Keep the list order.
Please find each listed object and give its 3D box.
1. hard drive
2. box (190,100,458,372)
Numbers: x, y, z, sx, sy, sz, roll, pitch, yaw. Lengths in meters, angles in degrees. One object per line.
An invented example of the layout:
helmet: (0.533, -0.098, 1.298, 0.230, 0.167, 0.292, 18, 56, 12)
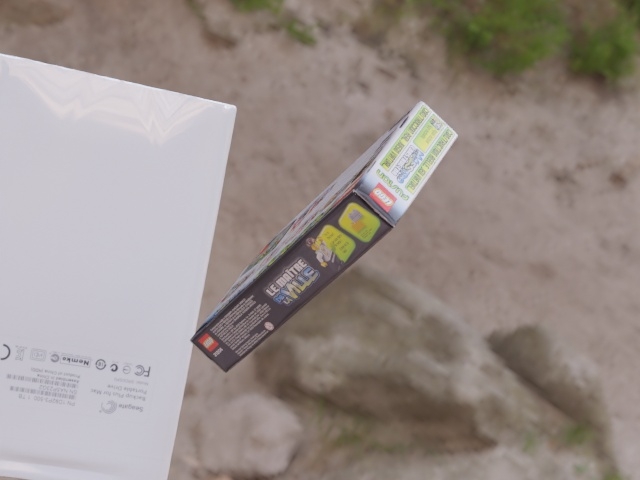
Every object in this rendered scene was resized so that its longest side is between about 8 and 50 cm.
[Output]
hard drive: (-0.189, 0.029, 1.333, 0.203, 0.308, 0.040, 11, -2, -22)
box: (0.000, 0.000, 1.185, 0.036, 0.207, 0.114, 43, 44, -6)
